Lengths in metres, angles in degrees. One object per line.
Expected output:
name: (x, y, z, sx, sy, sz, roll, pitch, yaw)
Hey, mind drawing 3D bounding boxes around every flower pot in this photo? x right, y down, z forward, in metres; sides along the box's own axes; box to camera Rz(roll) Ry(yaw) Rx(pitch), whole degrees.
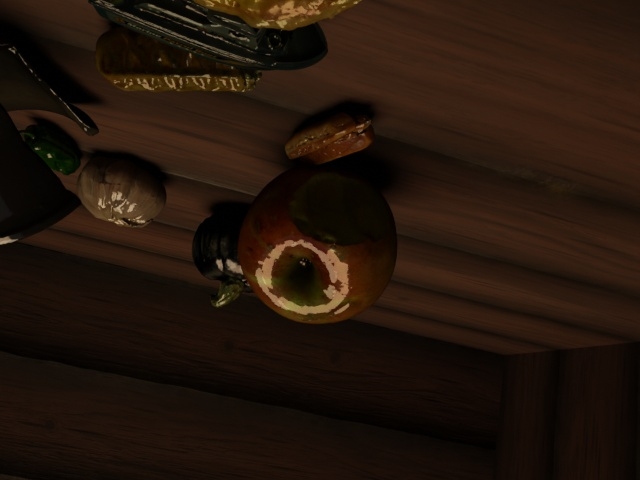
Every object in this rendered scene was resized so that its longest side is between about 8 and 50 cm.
flower pot: (-0.605, -0.204, 1.008, 0.379, 0.379, 0.251, 9, 146, 6)

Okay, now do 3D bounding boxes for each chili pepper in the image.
chili pepper: (-0.636, -0.211, 1.387, 0.100, 0.074, 0.257, 11, 164, -1)

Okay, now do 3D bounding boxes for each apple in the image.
apple: (0.000, 0.000, 1.225, 0.340, 0.339, 0.339, 10, 163, 3)

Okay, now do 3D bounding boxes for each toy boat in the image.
toy boat: (-0.127, -0.288, 0.726, 0.296, 0.114, 0.122, 16, 171, -14)

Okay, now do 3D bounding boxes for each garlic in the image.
garlic: (-0.504, -0.116, 1.484, 0.228, 0.152, 0.228, 17, 164, 5)

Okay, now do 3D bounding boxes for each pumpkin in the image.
pumpkin: (-0.226, 0.059, 1.666, 0.296, 0.296, 0.296, 10, 163, 3)

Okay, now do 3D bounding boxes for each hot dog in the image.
hot dog: (0.017, -0.187, 1.060, 0.092, 0.062, 0.236, 23, 163, -33)

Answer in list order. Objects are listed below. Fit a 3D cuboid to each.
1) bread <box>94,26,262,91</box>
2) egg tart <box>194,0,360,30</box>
bread: (-0.222, -0.274, 0.882, 0.269, 0.087, 0.098, 5, 163, 18)
egg tart: (-0.060, -0.332, 0.508, 0.341, 0.132, 0.341, 10, 162, 3)
